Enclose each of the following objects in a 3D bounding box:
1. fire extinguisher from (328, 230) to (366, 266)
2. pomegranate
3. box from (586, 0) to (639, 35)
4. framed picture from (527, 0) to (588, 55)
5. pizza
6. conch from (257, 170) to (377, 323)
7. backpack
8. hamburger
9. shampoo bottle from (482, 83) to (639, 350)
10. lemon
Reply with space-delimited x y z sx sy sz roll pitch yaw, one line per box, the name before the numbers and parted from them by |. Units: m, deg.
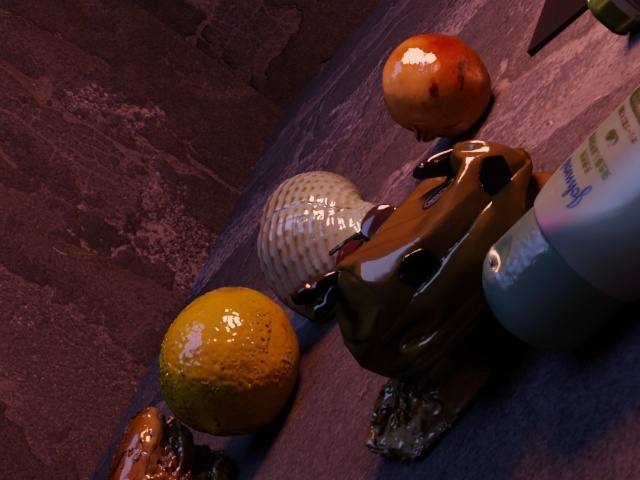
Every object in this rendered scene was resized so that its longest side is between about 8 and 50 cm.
fire extinguisher | 0.118 0.015 1.815 0.341 0.141 0.105 156 116 -68
pomegranate | 0.212 -0.290 2.074 0.209 0.209 0.209 -51 13 17
box | 0.521 -0.439 1.546 0.345 0.097 0.134 -42 16 47
framed picture | 0.499 -0.511 2.019 0.255 0.014 0.338 -40 20 49
pizza | 0.121 0.211 1.426 0.147 0.069 0.226 -57 12 -17
conch | -0.016 -0.005 2.165 0.319 0.215 0.303 133 156 -68
backpack | 0.139 0.026 1.418 0.353 0.201 0.378 -47 0 -18
hamburger | -0.292 0.447 2.061 0.245 0.211 0.260 -51 17 45
shampoo bottle | 0.311 -0.026 1.140 0.349 0.151 0.222 -50 20 28
lemon | -0.166 0.220 2.038 0.258 0.258 0.310 -43 18 44
